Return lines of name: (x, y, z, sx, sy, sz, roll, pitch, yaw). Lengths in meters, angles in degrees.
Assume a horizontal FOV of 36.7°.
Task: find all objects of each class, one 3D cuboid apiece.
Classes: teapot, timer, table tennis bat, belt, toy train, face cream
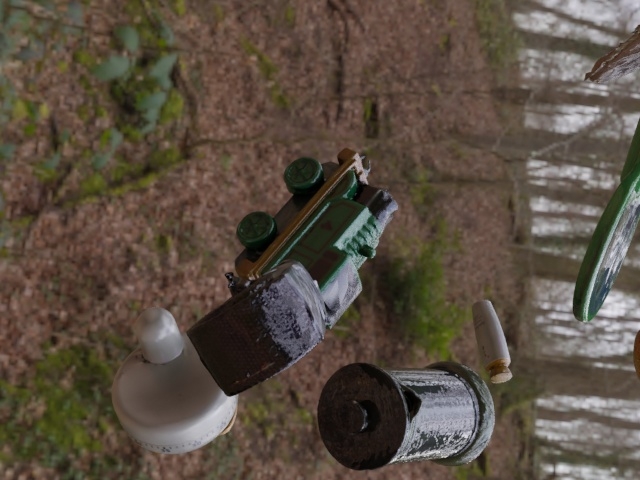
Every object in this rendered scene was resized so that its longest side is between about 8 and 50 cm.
teapot: (0.125, 0.319, 1.740, 0.270, 0.337, 0.200, -19, -108, 33)
timer: (-0.270, 0.263, 1.771, 0.240, 0.233, 0.233, 80, 6, -45)
table tennis bat: (0.309, -0.037, 0.967, 0.160, 0.039, 0.257, 1, 108, -64)
belt: (-0.093, 0.115, 1.450, 0.164, 0.184, 0.289, 57, 10, -1)
toy train: (0.000, 0.000, 1.895, 0.429, 0.249, 0.178, -49, 144, -21)
face cream: (0.363, 0.214, 2.057, 0.072, 0.051, 0.182, 126, -36, -47)

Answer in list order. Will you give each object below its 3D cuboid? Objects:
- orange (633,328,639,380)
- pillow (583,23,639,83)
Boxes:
orange: (0.598, 0.187, 1.563, 0.177, 0.177, 0.155, 112, -19, -59)
pillow: (0.343, -0.213, 0.924, 0.034, 0.135, 0.211, 61, -20, 8)
